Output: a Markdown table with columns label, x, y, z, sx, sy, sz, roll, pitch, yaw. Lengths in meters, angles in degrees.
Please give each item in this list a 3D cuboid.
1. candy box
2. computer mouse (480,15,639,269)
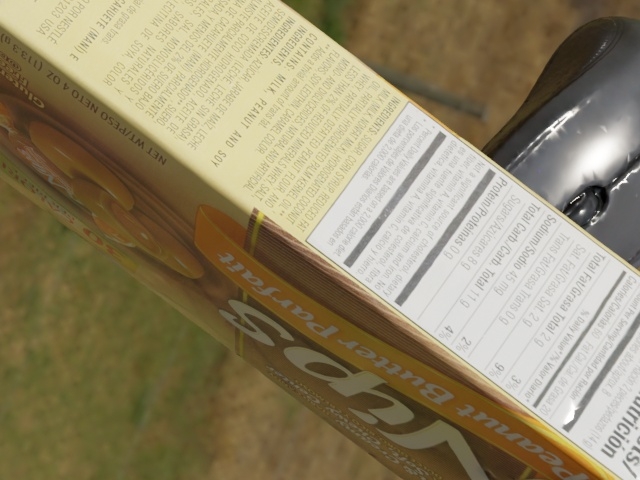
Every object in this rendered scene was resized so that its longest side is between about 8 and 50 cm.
| label | x | y | z | sx | sy | sz | roll | pitch | yaw |
| --- | --- | --- | --- | --- | --- | --- | --- | --- | --- |
| candy box | 0.000 | 0.000 | 0.831 | 0.087 | 0.316 | 0.183 | -54 | -178 | -19 |
| computer mouse | 0.167 | -0.031 | 1.140 | 0.072 | 0.188 | 0.272 | -15 | -147 | 51 |
